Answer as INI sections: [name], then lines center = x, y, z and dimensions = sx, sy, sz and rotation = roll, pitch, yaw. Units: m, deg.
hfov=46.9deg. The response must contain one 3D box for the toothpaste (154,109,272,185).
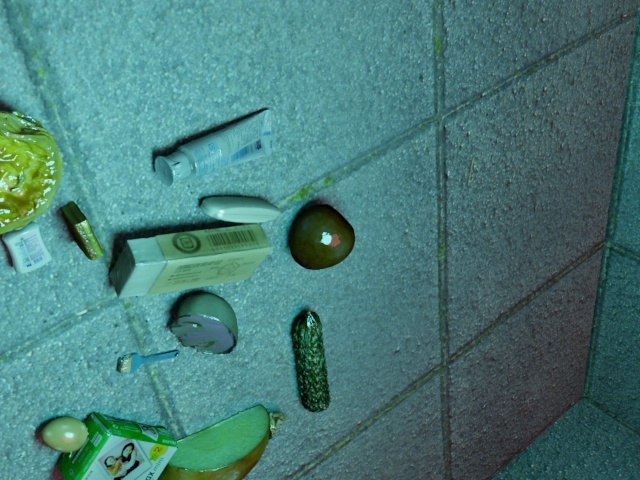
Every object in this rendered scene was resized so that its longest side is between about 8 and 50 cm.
[toothpaste]
center = -0.219, -0.197, 1.609
dimensions = 0.299, 0.073, 0.114
rotation = -28, 131, -38

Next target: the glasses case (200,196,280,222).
[glasses case]
center = -0.182, -0.071, 1.705
dimensions = 0.204, 0.081, 0.051
rotation = 1, 112, -42

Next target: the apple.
[apple]
center = -0.275, 0.585, 1.995
dimensions = 0.346, 0.254, 0.179
rotation = -18, 83, -37

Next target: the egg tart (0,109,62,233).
[egg tart]
center = -0.571, -0.124, 1.286
dimensions = 0.241, 0.106, 0.241
rotation = -25, 132, -30

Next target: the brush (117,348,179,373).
[brush]
center = -0.408, 0.284, 1.762
dimensions = 0.164, 0.014, 0.051
rotation = -8, 121, -42

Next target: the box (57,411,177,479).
[box]
center = -0.482, 0.517, 1.771
dimensions = 0.250, 0.103, 0.180
rotation = 32, 91, -48

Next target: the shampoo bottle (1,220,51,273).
[shampoo bottle]
center = -0.567, 0.008, 1.417
dimensions = 0.072, 0.043, 0.099
rotation = -30, 131, -28

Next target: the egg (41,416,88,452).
[egg]
center = -0.574, 0.432, 1.648
dimensions = 0.096, 0.080, 0.080
rotation = 35, 89, -40

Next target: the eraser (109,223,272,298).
[eraser]
center = -0.284, 0.044, 1.644
dimensions = 0.343, 0.078, 0.144
rotation = -7, 149, -40

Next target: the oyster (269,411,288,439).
[oyster]
center = -0.134, 0.546, 2.140
dimensions = 0.146, 0.045, 0.121
rotation = -2, 113, -79

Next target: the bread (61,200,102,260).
[bread]
center = -0.471, -0.019, 1.456
dimensions = 0.035, 0.090, 0.094
rotation = -30, 132, -21

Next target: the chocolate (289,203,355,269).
[chocolate]
center = 0.000, 0.000, 1.867
dimensions = 0.177, 0.177, 0.176
rotation = -23, 129, -32

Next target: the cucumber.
[cucumber]
center = -0.029, 0.336, 2.100
dimensions = 0.096, 0.096, 0.359
rotation = -28, 129, -28

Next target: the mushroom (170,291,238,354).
[mushroom]
center = -0.267, 0.192, 1.767
dimensions = 0.188, 0.141, 0.117
rotation = 68, 31, -45
